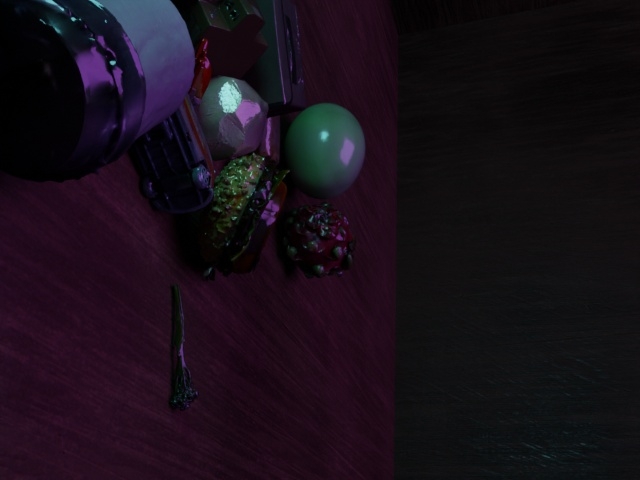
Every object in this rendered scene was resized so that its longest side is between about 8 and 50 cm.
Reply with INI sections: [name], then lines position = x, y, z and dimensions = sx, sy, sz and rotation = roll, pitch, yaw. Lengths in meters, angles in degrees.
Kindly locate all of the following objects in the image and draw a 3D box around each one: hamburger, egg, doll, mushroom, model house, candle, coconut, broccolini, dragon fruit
[hamburger]
position = -0.157, -0.042, 1.263
dimensions = 0.243, 0.138, 0.262
rotation = 135, -22, -73
[egg]
position = 0.010, -0.240, 1.807
dimensions = 0.220, 0.220, 0.270
rotation = 49, 46, -62
[doll]
position = -0.235, -0.263, 1.178
dimensions = 0.057, 0.169, 0.109
rotation = 23, 31, -22
[mushroom]
position = -0.134, -0.341, 1.620
dimensions = 0.100, 0.081, 0.313
rotation = 19, 71, -68
[model house]
position = -0.215, -0.462, 1.277
dimensions = 0.180, 0.176, 0.248
rotation = -1, 59, -55
[candle]
position = -0.286, -0.219, 0.847
dimensions = 0.342, 0.221, 0.222
rotation = -62, 143, -62
[coconut]
position = -0.179, -0.234, 1.288
dimensions = 0.161, 0.162, 0.161
rotation = -6, 90, -72
[broccolini]
position = -0.248, 0.185, 1.165
dimensions = 0.044, 0.042, 0.218
rotation = 15, 64, -70
[dragon fruit]
position = 0.004, -0.007, 1.781
dimensions = 0.198, 0.218, 0.273
rotation = -61, 176, 16

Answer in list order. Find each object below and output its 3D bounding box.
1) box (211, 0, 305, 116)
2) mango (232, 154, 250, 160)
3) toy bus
[box]
position = -0.142, -0.387, 1.435
dimensions = 0.153, 0.188, 0.253
rotation = -8, 90, -70
[mango]
position = -0.158, -0.101, 1.460
dimensions = 0.163, 0.089, 0.117
rotation = 68, 28, -12
[toy bus]
position = -0.257, -0.180, 1.112
dimensions = 0.120, 0.121, 0.265
rotation = -87, 163, -55
